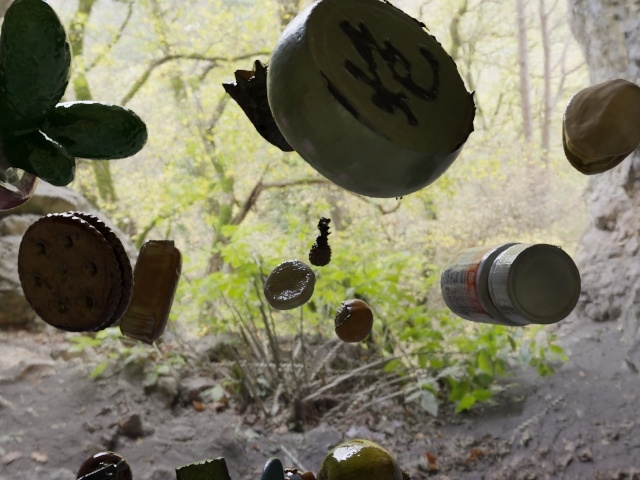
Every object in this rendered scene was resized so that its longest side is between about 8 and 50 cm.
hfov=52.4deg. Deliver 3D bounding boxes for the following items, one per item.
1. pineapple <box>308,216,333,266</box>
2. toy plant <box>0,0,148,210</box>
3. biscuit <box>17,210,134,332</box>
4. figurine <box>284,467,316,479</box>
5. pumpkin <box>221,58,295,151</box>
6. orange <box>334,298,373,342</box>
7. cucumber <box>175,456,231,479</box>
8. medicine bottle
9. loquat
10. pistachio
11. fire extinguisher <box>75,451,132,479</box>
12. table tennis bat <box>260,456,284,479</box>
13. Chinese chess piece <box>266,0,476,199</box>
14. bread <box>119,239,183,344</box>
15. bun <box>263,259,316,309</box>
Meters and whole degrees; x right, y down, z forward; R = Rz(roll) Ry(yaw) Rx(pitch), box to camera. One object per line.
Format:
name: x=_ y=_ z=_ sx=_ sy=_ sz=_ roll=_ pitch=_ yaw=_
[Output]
pineapple: x=0.000 y=0.000 z=1.474 sx=0.058 sy=0.124 sz=0.058 roll=1 pitch=35 yaw=-1
toy plant: x=-0.459 y=-0.161 z=0.907 sx=0.355 sy=0.317 sz=0.211 roll=-10 pitch=65 yaw=9
biscuit: x=-0.423 y=0.057 z=1.120 sx=0.220 sy=0.221 sz=0.066 roll=-8 pitch=7 yaw=24
figurine: x=-0.104 y=0.808 z=2.108 sx=0.143 sy=0.271 sz=0.143 roll=-17 pitch=61 yaw=35
pumpkin: x=-0.064 y=-0.284 z=1.378 sx=0.253 sy=0.149 sz=0.130 roll=6 pitch=-25 yaw=-38
orange: x=0.111 y=0.280 z=2.284 sx=0.156 sy=0.134 sz=0.157 roll=-17 pitch=55 yaw=26
cucumber: x=-0.143 y=0.411 z=0.904 sx=0.077 sy=0.212 sz=0.062 roll=-12 pitch=-19 yaw=-25
medicine bottle: x=0.312 y=0.074 z=1.096 sx=0.144 sy=0.145 sz=0.252 roll=-27 pitch=5 yaw=-14
loquat: x=0.120 y=0.606 z=1.640 sx=0.245 sy=0.214 sz=0.213 roll=0 pitch=18 yaw=-22
pistachio: x=0.505 y=-0.205 z=1.176 sx=0.145 sy=0.117 sz=0.200 roll=37 pitch=73 yaw=16
fire extinguisher: x=-0.430 y=0.473 z=1.232 sx=0.138 sy=0.102 sz=0.344 roll=-22 pitch=-18 yaw=-31
table tennis bat: x=-0.102 y=0.570 z=1.325 sx=0.040 sy=0.153 sz=0.245 roll=-1 pitch=73 yaw=13
Chinese chess piece: x=0.085 y=-0.239 z=1.060 sx=0.146 sy=0.349 sz=0.349 roll=-44 pitch=2 yaw=46
bread: x=-0.408 y=0.123 z=1.591 sx=0.106 sy=0.136 sz=0.241 roll=14 pitch=65 yaw=-6
bun: x=-0.090 y=0.156 z=2.107 sx=0.183 sy=0.102 sz=0.184 roll=-12 pitch=53 yaw=16
